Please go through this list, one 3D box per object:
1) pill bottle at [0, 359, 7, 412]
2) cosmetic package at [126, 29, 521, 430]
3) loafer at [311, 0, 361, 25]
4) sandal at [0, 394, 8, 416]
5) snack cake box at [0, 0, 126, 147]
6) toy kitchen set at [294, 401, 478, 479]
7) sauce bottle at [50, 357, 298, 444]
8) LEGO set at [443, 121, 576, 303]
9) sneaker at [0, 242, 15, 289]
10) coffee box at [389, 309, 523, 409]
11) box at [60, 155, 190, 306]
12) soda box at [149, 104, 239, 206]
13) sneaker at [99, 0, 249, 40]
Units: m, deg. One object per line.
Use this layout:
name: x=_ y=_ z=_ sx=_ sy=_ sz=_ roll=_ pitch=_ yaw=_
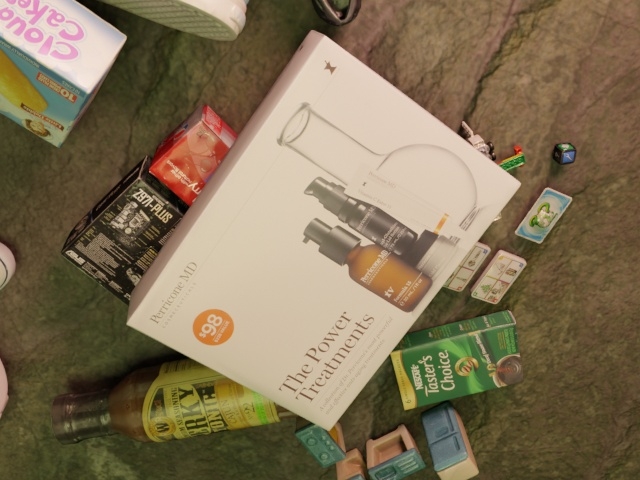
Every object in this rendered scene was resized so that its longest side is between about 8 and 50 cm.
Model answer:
pill bottle: x=-0.577 y=0.226 z=0.981 sx=0.272 sy=0.152 sz=0.152 roll=-25 pitch=116 yaw=8
cosmetic package: x=0.000 y=0.000 z=0.849 sx=0.284 sy=0.097 sz=0.377 roll=32 pitch=101 yaw=-18
loafer: x=0.000 y=-0.338 z=0.775 sx=0.076 sy=0.078 sz=0.223 roll=-15 pitch=116 yaw=3
sandal: x=-0.550 y=0.304 z=1.060 sx=0.076 sy=0.102 sz=0.265 roll=37 pitch=100 yaw=-18
snack cake box: x=-0.353 y=-0.225 z=0.763 sx=0.264 sy=0.089 sz=0.152 roll=33 pitch=149 yaw=-18
toy kitchen set: x=0.092 y=0.290 z=1.076 sx=0.207 sy=0.122 sz=0.166 roll=-30 pitch=115 yaw=11
sauce bottle: x=-0.196 y=0.223 z=1.030 sx=0.345 sy=0.111 sz=0.111 roll=-12 pitch=117 yaw=2
LEGO set: x=0.224 y=-0.042 z=0.973 sx=0.183 sy=0.060 sz=0.244 roll=18 pitch=116 yaw=-26
sneaker: x=-0.520 y=0.068 z=0.938 sx=0.258 sy=0.091 sz=0.094 roll=-15 pitch=117 yaw=4
coffee box: x=0.196 y=0.175 z=1.070 sx=0.184 sy=0.040 sz=0.113 roll=-13 pitch=117 yaw=3
box: x=-0.207 y=0.010 z=0.938 sx=0.147 sy=0.077 sz=0.180 roll=-41 pitch=113 yaw=16
soda box: x=-0.083 y=-0.042 z=0.917 sx=0.092 sy=0.083 sz=0.263 roll=-40 pitch=112 yaw=13
sneaker: x=-0.231 y=-0.338 z=0.755 sx=0.366 sy=0.135 sz=0.150 roll=22 pitch=83 yaw=-9
